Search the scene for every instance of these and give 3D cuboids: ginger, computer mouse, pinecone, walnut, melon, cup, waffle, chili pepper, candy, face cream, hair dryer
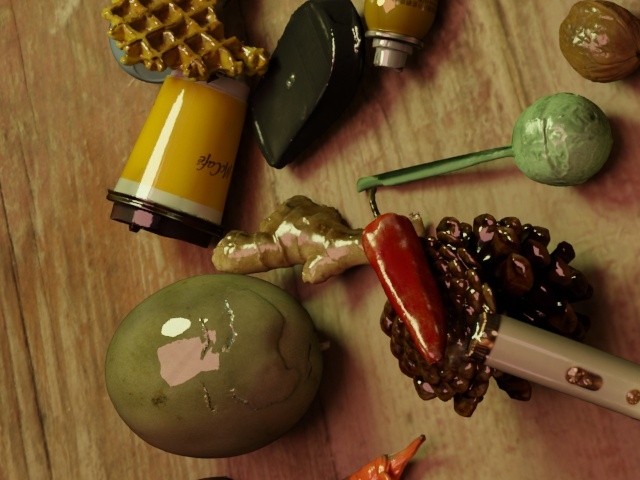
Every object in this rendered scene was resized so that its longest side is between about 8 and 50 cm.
[{"bbox_3d":[0.000,0.000,1.908,0.333,0.081,0.148,5,44,30],"label":"ginger"},{"bbox_3d":[-0.010,-0.239,1.963,0.295,0.087,0.168,-53,44,41],"label":"computer mouse"},{"bbox_3d":[0.216,0.087,1.607,0.264,0.264,0.264,-7,79,41],"label":"pinecone"},{"bbox_3d":[0.350,-0.250,1.628,0.124,0.105,0.105,45,113,37],"label":"walnut"},{"bbox_3d":[-0.145,0.180,1.901,0.330,0.268,0.269,-15,73,18],"label":"melon"},{"bbox_3d":[-0.213,-0.132,2.070,0.196,0.196,0.280,18,87,42],"label":"cup"},{"bbox_3d":[-0.208,-0.353,2.040,0.069,0.259,0.293,98,173,-52],"label":"waffle"},{"bbox_3d":[0.097,0.041,1.503,0.063,0.071,0.272,-56,40,37],"label":"chili pepper"},{"bbox_3d":[0.203,-0.109,1.758,0.440,0.119,0.119,-10,77,49],"label":"candy"},{"bbox_3d":[0.129,-0.413,1.847,0.105,0.105,0.349,11,92,42],"label":"face cream"},{"bbox_3d":[0.312,0.154,1.418,0.362,0.203,0.128,20,101,3],"label":"hair dryer"}]

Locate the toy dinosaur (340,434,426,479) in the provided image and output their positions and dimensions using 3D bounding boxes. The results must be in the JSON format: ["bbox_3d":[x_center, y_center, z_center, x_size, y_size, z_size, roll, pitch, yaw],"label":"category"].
[{"bbox_3d":[0.065,0.350,1.827,0.279,0.055,0.101,-43,31,28],"label":"toy dinosaur"}]

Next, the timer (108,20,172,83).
[{"bbox_3d":[-0.279,-0.385,2.169,0.175,0.175,0.255,-22,72,38],"label":"timer"}]

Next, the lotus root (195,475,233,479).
[{"bbox_3d":[-0.166,0.427,2.015,0.122,0.081,0.112,8,96,42],"label":"lotus root"}]
